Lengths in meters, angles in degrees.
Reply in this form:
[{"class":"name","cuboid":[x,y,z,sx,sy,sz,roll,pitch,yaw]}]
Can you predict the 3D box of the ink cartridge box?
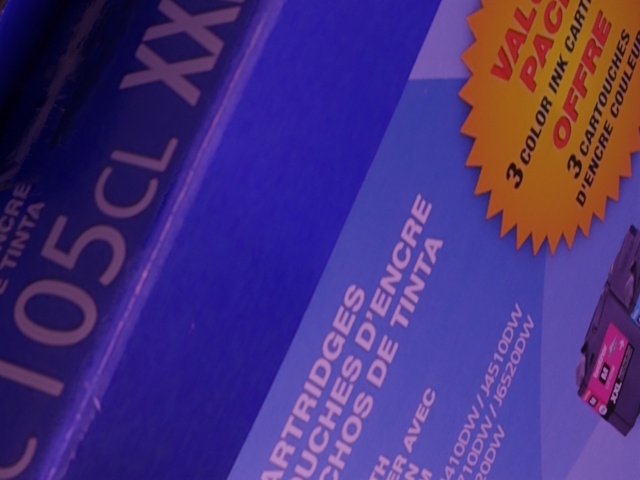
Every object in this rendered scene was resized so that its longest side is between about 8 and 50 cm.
[{"class":"ink cartridge box","cuboid":[0.000,0.000,0.480,0.151,0.270,0.395,12,163,40]}]
